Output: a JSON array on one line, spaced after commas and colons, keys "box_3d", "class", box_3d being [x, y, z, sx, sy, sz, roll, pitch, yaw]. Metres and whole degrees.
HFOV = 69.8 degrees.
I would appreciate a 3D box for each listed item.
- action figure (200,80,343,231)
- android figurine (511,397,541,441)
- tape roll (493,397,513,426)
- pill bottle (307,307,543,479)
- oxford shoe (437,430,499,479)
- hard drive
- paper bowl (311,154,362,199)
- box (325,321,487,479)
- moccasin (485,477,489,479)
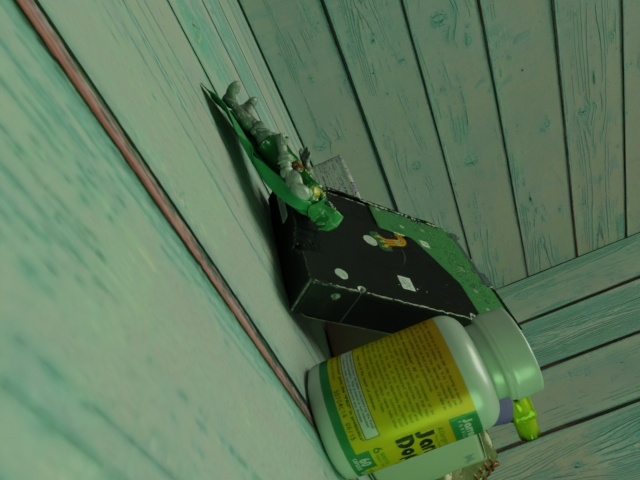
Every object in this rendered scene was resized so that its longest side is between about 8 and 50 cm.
[{"box_3d": [-0.049, -0.102, 0.582, 0.232, 0.063, 0.137, 53, 13, 18], "class": "action figure"}, {"box_3d": [0.362, 0.259, 0.941, 0.248, 0.056, 0.272, -31, 96, -82], "class": "android figurine"}, {"box_3d": [0.249, 0.198, 0.833, 0.275, 0.090, 0.274, -16, 90, -85], "class": "tape roll"}, {"box_3d": [0.102, 0.147, 0.462, 0.117, 0.208, 0.117, -23, 90, -86], "class": "pill bottle"}, {"box_3d": [0.268, 0.420, 0.863, 0.348, 0.130, 0.123, -66, 153, -42], "class": "oxford shoe"}, {"box_3d": [0.099, 0.034, 0.656, 0.339, 0.064, 0.237, 15, 33, -26], "class": "hard drive"}, {"box_3d": [0.043, -0.057, 1.145, 0.284, 0.148, 0.284, -22, 90, -85], "class": "paper bowl"}, {"box_3d": [0.111, 0.206, 0.660, 0.232, 0.149, 0.127, -107, 174, -54], "class": "box"}, {"box_3d": [0.320, 0.469, 1.003, 0.139, 0.147, 0.380, 77, 32, -44], "class": "moccasin"}]
